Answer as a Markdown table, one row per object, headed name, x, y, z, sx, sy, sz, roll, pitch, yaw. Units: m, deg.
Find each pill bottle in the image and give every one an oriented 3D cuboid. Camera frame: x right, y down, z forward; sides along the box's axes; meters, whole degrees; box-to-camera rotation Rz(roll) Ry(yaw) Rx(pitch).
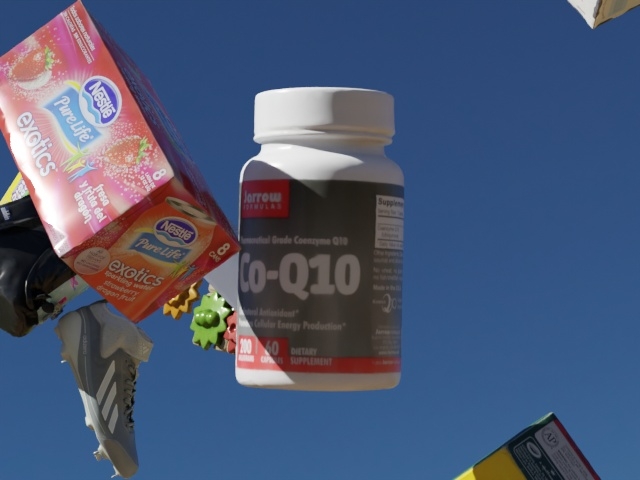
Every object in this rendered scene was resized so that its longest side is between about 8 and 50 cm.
| name | x | y | z | sx | sy | sz | roll | pitch | yaw |
| --- | --- | --- | --- | --- | --- | --- | --- | --- | --- |
| pill bottle | 0.000 | 0.000 | 1.629 | 0.161 | 0.283 | 0.161 | 1 | -2 | 0 |

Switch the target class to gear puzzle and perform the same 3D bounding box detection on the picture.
| name | x | y | z | sx | sy | sz | roll | pitch | yaw |
| --- | --- | --- | --- | --- | --- | --- | --- | --- | --- |
| gear puzzle | -0.125 | 0.073 | 2.371 | 0.044 | 0.175 | 0.339 | 22 | -9 | -41 |

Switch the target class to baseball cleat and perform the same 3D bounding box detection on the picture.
| name | x | y | z | sx | sy | sz | roll | pitch | yaw |
| --- | --- | --- | --- | --- | --- | --- | --- | --- | --- |
| baseball cleat | -0.232 | 0.169 | 1.954 | 0.109 | 0.206 | 0.072 | -23 | 0 | 1 |

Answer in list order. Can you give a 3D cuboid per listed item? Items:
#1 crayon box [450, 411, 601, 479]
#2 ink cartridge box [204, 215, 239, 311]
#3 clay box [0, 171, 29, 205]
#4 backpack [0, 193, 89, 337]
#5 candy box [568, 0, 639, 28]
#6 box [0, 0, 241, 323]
| name | x | y | z | sx | sy | sz | roll | pitch | yaw |
| --- | --- | --- | --- | --- | --- | --- | --- | --- | --- |
| crayon box | 0.230 | 0.412 | 1.792 | 0.106 | 0.363 | 0.313 | -26 | -12 | -44 |
| ink cartridge box | -0.115 | 0.016 | 2.003 | 0.065 | 0.311 | 0.186 | -47 | -2 | 4 |
| clay box | -0.322 | -0.055 | 2.124 | 0.127 | 0.053 | 0.222 | 20 | -66 | -39 |
| backpack | -0.328 | 0.018 | 1.967 | 0.182 | 0.152 | 0.115 | -37 | -10 | -36 |
| candy box | 0.326 | -0.341 | 1.828 | 0.196 | 0.165 | 0.070 | -28 | -27 | -20 |
| box | -0.188 | -0.072 | 1.481 | 0.123 | 0.257 | 0.128 | -35 | -40 | 4 |
